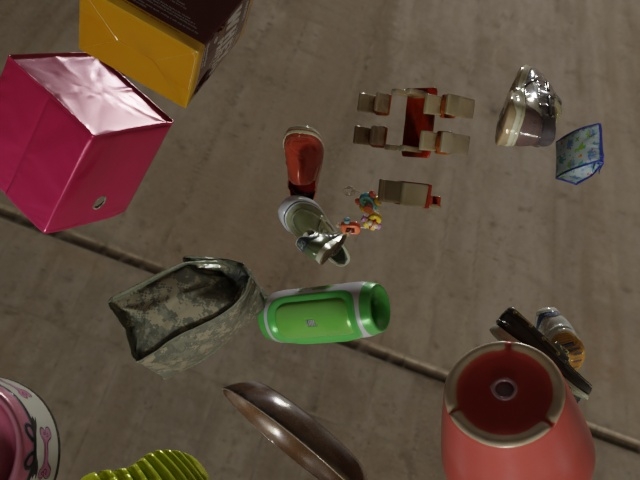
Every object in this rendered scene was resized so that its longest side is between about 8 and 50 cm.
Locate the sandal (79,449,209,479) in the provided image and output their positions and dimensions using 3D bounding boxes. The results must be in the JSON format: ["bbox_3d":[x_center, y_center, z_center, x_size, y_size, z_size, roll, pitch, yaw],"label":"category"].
[{"bbox_3d":[-0.388,0.548,1.572,0.126,0.317,0.138,43,-59,40],"label":"sandal"}]

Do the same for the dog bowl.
[{"bbox_3d":[-0.815,0.495,1.648,0.150,0.408,0.407,91,16,-68],"label":"dog bowl"}]

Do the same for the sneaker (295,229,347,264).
[{"bbox_3d":[0.000,0.000,1.755,0.064,0.086,0.192,-63,170,18],"label":"sneaker"}]

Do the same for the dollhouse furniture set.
[{"bbox_3d":[0.208,-0.203,1.591,0.262,0.135,0.259,14,-81,49],"label":"dollhouse furniture set"}]

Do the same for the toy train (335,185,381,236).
[{"bbox_3d":[0.101,-0.064,1.932,0.046,0.125,0.166,-78,172,-46],"label":"toy train"}]

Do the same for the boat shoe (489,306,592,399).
[{"bbox_3d":[0.446,0.222,1.440,0.068,0.228,0.081,-50,168,-9],"label":"boat shoe"}]

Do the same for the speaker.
[{"bbox_3d":[0.005,0.168,1.681,0.297,0.131,0.131,-9,-133,30],"label":"speaker"}]

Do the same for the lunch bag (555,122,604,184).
[{"bbox_3d":[0.746,-0.247,2.072,0.151,0.096,0.128,137,-38,-62],"label":"lunch bag"}]

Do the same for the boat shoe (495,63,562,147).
[{"bbox_3d":[0.346,-0.213,1.193,0.285,0.092,0.102,-54,163,-60],"label":"boat shoe"}]

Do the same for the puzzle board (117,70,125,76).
[{"bbox_3d":[-0.478,-0.365,1.679,0.128,0.011,0.096,-36,-143,27],"label":"puzzle board"}]

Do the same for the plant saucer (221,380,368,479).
[{"bbox_3d":[-0.033,0.332,1.223,0.050,0.311,0.310,-49,180,-18],"label":"plant saucer"}]

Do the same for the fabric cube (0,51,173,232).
[{"bbox_3d":[-0.517,-0.211,1.527,0.258,0.259,0.254,-53,167,27],"label":"fabric cube"}]

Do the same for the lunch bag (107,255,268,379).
[{"bbox_3d":[-0.255,0.142,1.512,0.287,0.169,0.235,-28,162,-6],"label":"lunch bag"}]

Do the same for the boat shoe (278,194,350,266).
[{"bbox_3d":[-0.004,-0.025,2.019,0.109,0.302,0.094,-48,-131,3],"label":"boat shoe"}]

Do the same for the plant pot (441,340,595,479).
[{"bbox_3d":[0.328,0.317,1.260,0.243,0.275,0.275,66,31,-45],"label":"plant pot"}]

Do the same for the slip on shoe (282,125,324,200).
[{"bbox_3d":[-0.050,-0.214,2.151,0.331,0.123,0.101,93,-2,-56],"label":"slip on shoe"}]

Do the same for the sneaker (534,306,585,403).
[{"bbox_3d":[0.516,0.272,1.621,0.131,0.112,0.296,-101,-174,-49],"label":"sneaker"}]

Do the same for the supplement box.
[{"bbox_3d":[-0.232,-0.347,1.119,0.194,0.191,0.129,-62,-178,-33],"label":"supplement box"}]
